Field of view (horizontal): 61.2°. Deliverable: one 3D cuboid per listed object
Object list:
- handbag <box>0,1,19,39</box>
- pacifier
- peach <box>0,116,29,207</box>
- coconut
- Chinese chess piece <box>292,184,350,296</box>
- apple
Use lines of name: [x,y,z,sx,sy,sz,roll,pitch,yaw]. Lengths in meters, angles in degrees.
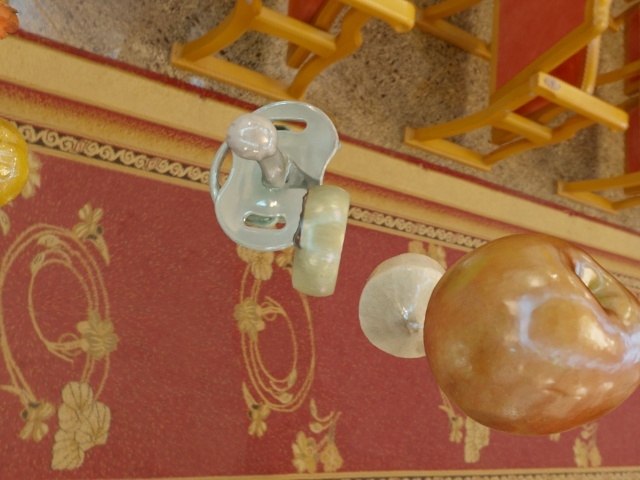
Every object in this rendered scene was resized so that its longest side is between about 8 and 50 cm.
handbag: [-0.485,-0.271,0.525,0.303,0.410,0.116,38,81,-40]
pacifier: [-0.119,-0.160,1.084,0.288,0.269,0.343,3,69,16]
peach: [-0.575,-0.129,0.897,0.179,0.103,0.179,1,64,-2]
coconut: [0.212,0.160,1.299,0.237,0.266,0.237,2,99,11]
Chinese chess piece: [0.000,0.000,0.404,0.034,0.084,0.084,10,78,2]
apple: [0.254,0.107,0.639,0.253,0.253,0.253,4,82,-28]
